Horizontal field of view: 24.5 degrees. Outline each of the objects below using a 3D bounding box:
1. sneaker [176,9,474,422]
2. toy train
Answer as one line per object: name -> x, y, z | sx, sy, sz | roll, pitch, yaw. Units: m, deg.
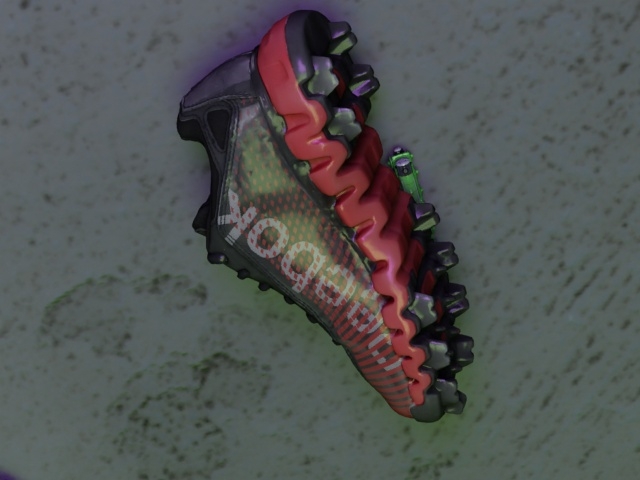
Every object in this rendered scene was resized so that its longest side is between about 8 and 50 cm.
sneaker -> 0.000, 0.000, 0.912 | 0.135, 0.097, 0.276 | -19, 110, 21
toy train -> 0.062, -0.021, 0.957 | 0.017, 0.023, 0.083 | -17, 116, 3
